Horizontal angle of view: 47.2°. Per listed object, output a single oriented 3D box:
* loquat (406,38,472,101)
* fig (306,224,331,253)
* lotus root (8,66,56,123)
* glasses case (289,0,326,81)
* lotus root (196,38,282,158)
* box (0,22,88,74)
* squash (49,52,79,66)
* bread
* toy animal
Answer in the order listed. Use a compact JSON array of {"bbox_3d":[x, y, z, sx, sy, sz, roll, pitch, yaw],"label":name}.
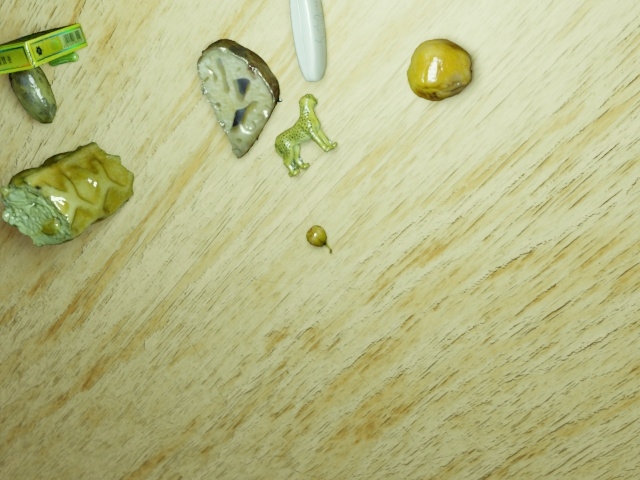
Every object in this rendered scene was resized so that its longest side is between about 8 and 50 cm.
[{"bbox_3d":[0.249,-0.355,1.522,0.137,0.113,0.137,0,93,2],"label":"loquat"},{"bbox_3d":[0.000,0.000,1.797,0.050,0.050,0.083,-31,116,27],"label":"fig"},{"bbox_3d":[-0.709,-0.374,1.809,0.089,0.080,0.179,-1,120,41],"label":"lotus root"},{"bbox_3d":[-0.026,-0.456,1.560,0.059,0.092,0.233,1,114,18],"label":"glasses case"},{"bbox_3d":[-0.179,-0.335,1.676,0.170,0.074,0.260,-21,108,21],"label":"lotus root"},{"bbox_3d":[-0.658,-0.440,1.681,0.141,0.220,0.064,-5,113,18],"label":"box"},{"bbox_3d":[-0.627,-0.442,1.783,0.089,0.027,0.027,-6,113,20],"label":"squash"},{"bbox_3d":[-0.631,-0.116,1.820,0.239,0.252,0.195,-9,116,25],"label":"bread"},{"bbox_3d":[-0.052,-0.237,1.694,0.181,0.073,0.136,-33,94,39],"label":"toy animal"}]
